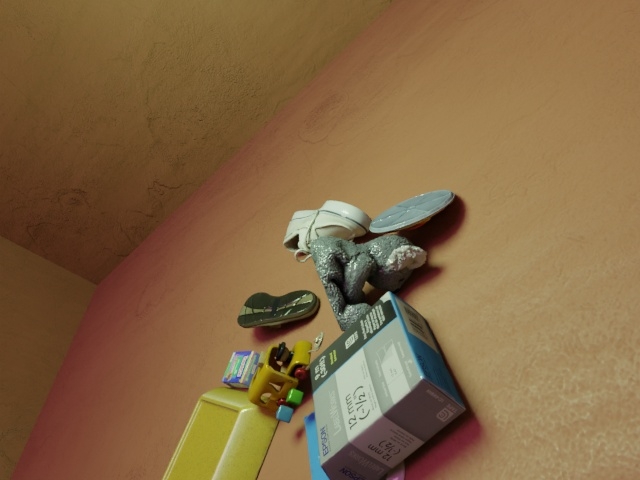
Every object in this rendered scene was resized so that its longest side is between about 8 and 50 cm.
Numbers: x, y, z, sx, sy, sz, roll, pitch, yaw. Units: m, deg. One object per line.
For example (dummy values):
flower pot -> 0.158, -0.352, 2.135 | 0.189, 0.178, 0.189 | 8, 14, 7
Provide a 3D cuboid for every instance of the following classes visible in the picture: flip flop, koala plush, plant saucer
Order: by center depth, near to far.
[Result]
koala plush -> 0.109, 0.055, 1.091 | 0.221, 0.203, 0.196 | -22, 8, 1
plant saucer -> -0.264, 0.517, 1.242 | 0.333, 0.081, 0.332 | -11, 51, 52
flip flop -> -0.115, 0.195, 1.381 | 0.277, 0.080, 0.112 | -12, 42, 31

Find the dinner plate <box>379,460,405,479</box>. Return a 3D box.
dinner plate -> 0.088, 0.411, 0.892 | 0.141, 0.017, 0.141 | -38, 31, 28

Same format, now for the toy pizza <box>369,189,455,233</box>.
toy pizza -> 0.205, -0.058, 1.140 | 0.201, 0.032, 0.201 | -24, 13, 6

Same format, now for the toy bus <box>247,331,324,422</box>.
toy bus -> -0.092, 0.288, 1.151 | 0.191, 0.104, 0.202 | 139, 153, -70

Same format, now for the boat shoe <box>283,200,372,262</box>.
boat shoe -> -0.007, -0.004, 1.363 | 0.367, 0.136, 0.156 | -3, 57, 59

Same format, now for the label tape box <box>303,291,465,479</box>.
label tape box -> 0.064, 0.295, 0.930 | 0.348, 0.115, 0.249 | -44, 23, 15

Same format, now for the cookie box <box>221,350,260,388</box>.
cookie box -> -0.211, 0.349, 1.384 | 0.107, 0.040, 0.091 | -16, 45, 48
